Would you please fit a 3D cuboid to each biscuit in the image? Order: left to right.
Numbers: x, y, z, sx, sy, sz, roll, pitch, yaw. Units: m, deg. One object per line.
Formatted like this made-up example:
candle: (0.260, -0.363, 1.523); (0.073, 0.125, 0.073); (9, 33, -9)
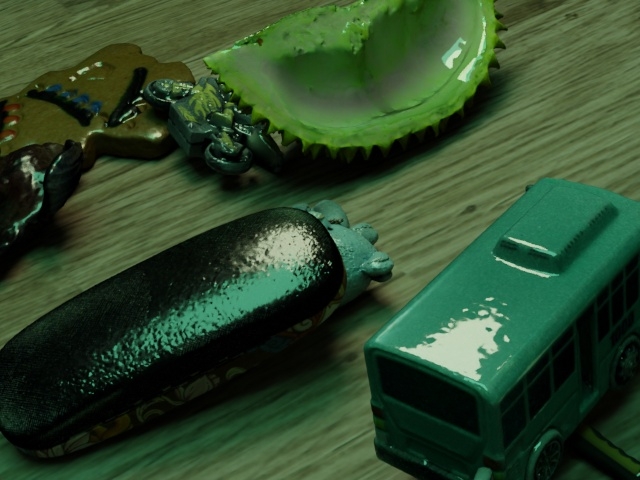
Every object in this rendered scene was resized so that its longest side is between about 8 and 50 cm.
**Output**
biscuit: (-0.294, -0.150, 1.493); (0.302, 0.043, 0.278); (-21, 36, -14)

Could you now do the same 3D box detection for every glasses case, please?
glasses case: (-0.130, 0.075, 1.070); (0.321, 0.082, 0.122); (-27, 45, -2)

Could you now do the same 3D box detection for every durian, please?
durian: (0.062, -0.192, 1.347); (0.356, 0.169, 0.157); (-33, 39, -26)

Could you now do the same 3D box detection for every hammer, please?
hammer: (0.182, 0.142, 0.974); (0.078, 0.021, 0.201); (-28, 37, -22)

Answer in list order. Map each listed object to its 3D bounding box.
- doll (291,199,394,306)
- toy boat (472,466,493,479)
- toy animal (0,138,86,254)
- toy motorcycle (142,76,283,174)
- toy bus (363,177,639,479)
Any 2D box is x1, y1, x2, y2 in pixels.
doll: (-0.001, -0.003, 1.180); (0.120, 0.075, 0.179); (-16, 34, 3)
toy boat: (0.047, 0.255, 0.750); (0.129, 0.142, 0.309); (8, 40, 28)
toy animal: (-0.315, -0.042, 1.331); (0.219, 0.116, 0.179); (-21, -3, 32)
toy motorcycle: (-0.106, -0.131, 1.394); (0.124, 0.061, 0.193); (-14, 42, -33)
toy bus: (0.155, 0.065, 0.944); (0.128, 0.147, 0.256); (21, 47, 35)
